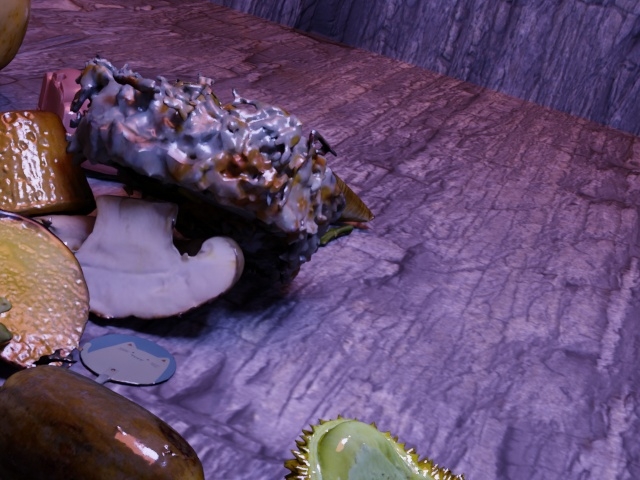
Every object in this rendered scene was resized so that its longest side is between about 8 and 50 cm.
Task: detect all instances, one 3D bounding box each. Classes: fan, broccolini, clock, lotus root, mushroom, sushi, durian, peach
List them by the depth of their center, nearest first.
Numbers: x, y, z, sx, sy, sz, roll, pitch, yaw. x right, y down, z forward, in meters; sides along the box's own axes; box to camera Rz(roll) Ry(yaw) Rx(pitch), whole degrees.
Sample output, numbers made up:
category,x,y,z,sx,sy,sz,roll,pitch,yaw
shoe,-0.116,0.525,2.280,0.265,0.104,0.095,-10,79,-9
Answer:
category,x,y,z,sx,sy,sz,roll,pitch,yaw
durian,0.072,0.264,0.879,0.237,0.177,0.200,14,30,12
lotus root,-0.206,0.196,0.927,0.241,0.124,0.123,25,23,29
fan,-0.236,0.148,1.188,0.113,0.005,0.175,20,22,14
peach,-0.365,0.067,1.196,0.189,0.068,0.279,-15,55,-32
mushroom,-0.235,0.021,1.336,0.285,0.156,0.151,8,3,4
sushi,-0.162,-0.099,1.394,0.417,0.176,0.417,27,-10,5
broccolini,0.001,0.000,1.686,0.042,0.044,0.218,9,11,30
clock,-0.355,-0.205,1.782,0.241,0.142,0.227,8,21,-27

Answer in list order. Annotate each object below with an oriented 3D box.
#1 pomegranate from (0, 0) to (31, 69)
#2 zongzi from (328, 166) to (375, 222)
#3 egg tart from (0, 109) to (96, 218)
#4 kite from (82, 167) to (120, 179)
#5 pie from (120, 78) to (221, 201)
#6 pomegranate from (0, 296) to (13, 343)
category,x,y,z,sx,sy,sz,roll,pitch,yaw
pomegranate,-0.704,-0.464,1.841,0.410,0.410,0.410,13,21,-5
zongzi,-0.064,-0.124,1.841,0.288,0.134,0.286,20,13,-27
egg tart,-0.405,-0.091,1.379,0.202,0.147,0.202,-9,-2,0
kite,-0.433,-0.160,1.816,0.335,0.011,0.314,27,24,26
pie,-0.239,-0.157,1.696,0.128,0.068,0.282,43,46,-25
pomegranate,-0.415,0.074,1.014,0.211,0.211,0.263,27,0,28
